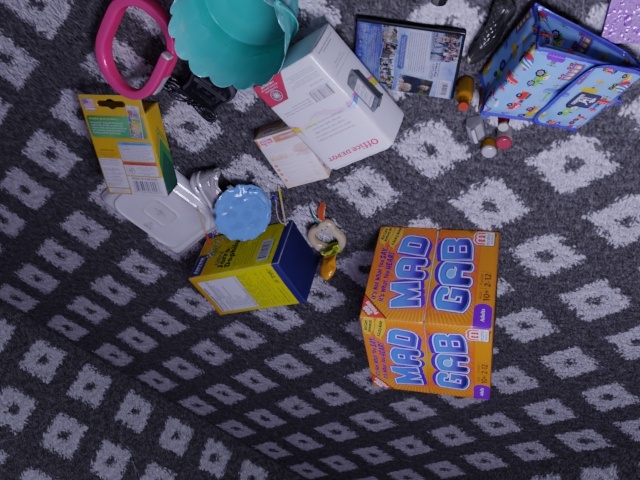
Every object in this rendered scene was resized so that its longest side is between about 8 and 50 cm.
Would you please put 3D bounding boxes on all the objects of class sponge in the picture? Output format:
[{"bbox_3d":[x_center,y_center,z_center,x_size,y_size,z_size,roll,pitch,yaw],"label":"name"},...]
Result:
[{"bbox_3d":[0.696,-0.457,1.306,0.209,0.031,0.117,8,138,12],"label":"sponge"}]

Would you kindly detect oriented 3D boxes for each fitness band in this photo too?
[{"bbox_3d":[-0.471,-0.488,1.623,0.209,0.054,0.291,44,133,-3],"label":"fitness band"}]

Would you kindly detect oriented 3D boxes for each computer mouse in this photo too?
[{"bbox_3d":[-0.295,-0.409,1.658,0.188,0.072,0.272,36,159,-25],"label":"computer mouse"}]

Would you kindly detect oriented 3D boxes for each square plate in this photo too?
[{"bbox_3d":[-0.518,-0.103,2.110,0.347,0.049,0.344,39,134,-22],"label":"square plate"}]

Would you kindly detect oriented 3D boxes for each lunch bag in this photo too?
[{"bbox_3d":[0.537,-0.355,1.415,0.293,0.138,0.221,14,149,-14],"label":"lunch bag"}]

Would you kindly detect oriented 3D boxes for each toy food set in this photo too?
[{"bbox_3d":[0.404,-0.281,1.547,0.111,0.105,0.232,-7,134,25],"label":"toy food set"}]

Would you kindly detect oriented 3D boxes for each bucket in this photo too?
[{"bbox_3d":[-0.184,-0.502,1.452,0.281,0.183,0.281,10,139,9],"label":"bucket"}]

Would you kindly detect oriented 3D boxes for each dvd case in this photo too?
[{"bbox_3d":[0.205,-0.432,1.514,0.252,0.022,0.180,11,138,8],"label":"dvd case"}]

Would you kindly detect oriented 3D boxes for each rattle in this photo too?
[{"bbox_3d":[0.000,0.000,1.979,0.130,0.143,0.200,22,149,23],"label":"rattle"}]

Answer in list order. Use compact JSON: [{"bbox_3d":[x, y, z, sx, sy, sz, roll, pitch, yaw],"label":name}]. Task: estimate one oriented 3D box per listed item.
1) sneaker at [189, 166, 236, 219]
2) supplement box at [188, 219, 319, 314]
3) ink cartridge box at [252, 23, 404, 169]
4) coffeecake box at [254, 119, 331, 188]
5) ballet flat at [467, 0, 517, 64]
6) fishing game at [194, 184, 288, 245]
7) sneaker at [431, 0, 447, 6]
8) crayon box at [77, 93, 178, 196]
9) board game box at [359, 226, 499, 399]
[{"bbox_3d":[-0.280,-0.110,1.977,0.115,0.105,0.281,-19,131,26],"label":"sneaker"},{"bbox_3d":[-0.217,0.094,2.109,0.356,0.195,0.194,-11,132,28],"label":"supplement box"},{"bbox_3d":[0.022,-0.343,1.573,0.226,0.131,0.306,-15,132,45],"label":"ink cartridge box"},{"bbox_3d":[-0.072,-0.247,1.779,0.142,0.068,0.185,-11,131,30],"label":"coffeecake box"},{"bbox_3d":[0.374,-0.463,1.413,0.049,0.057,0.173,54,142,21],"label":"ballet flat"},{"bbox_3d":[-0.239,-0.087,1.947,0.263,0.041,0.189,-19,119,-9],"label":"fishing game"},{"bbox_3d":[0.313,-0.558,1.287,0.130,0.087,0.228,27,133,-1],"label":"sneaker"},{"bbox_3d":[-0.555,-0.289,1.863,0.203,0.083,0.323,5,127,15],"label":"crayon box"},{"bbox_3d":[0.342,0.213,1.919,0.356,0.356,0.357,3,137,16],"label":"board game box"}]
